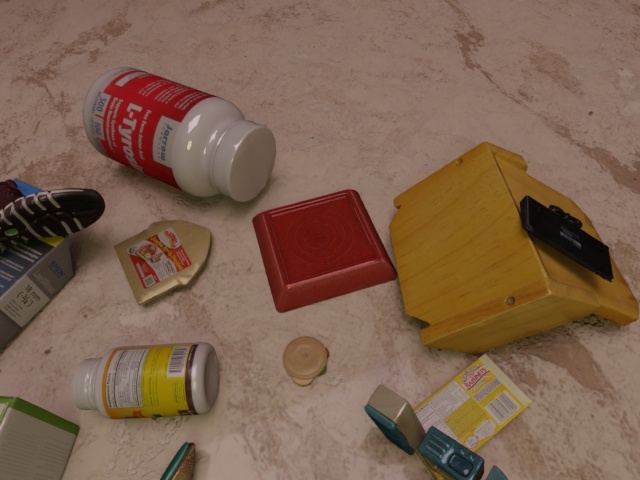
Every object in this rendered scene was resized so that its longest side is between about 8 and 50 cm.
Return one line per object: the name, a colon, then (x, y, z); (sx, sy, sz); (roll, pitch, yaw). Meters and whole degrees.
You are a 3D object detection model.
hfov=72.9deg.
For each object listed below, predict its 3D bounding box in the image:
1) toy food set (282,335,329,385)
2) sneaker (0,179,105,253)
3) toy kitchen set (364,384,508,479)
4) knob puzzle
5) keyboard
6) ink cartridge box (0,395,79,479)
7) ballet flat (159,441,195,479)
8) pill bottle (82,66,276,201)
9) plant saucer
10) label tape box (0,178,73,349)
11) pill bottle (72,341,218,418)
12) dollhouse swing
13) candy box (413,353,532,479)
toy food set: (-0.026, 0.213, 0.787); (0.082, 0.020, 0.083); (-33, 59, -19)
sneaker: (-0.579, -0.078, 0.857); (0.281, 0.106, 0.162); (-19, 51, -11)
toy kitchen set: (0.129, 0.330, 0.569); (0.207, 0.122, 0.166); (21, 61, 42)
knob puzzle: (-0.322, 0.031, 0.930); (0.213, 0.030, 0.213); (-2, 54, 3)
keyboard: (0.405, -0.010, 0.716); (0.180, 0.023, 0.108); (30, 50, -9)
ink cartridge box: (-0.469, 0.367, 0.600); (0.097, 0.189, 0.255); (2, 55, 4)
ballet flat: (-0.239, 0.409, 0.643); (0.067, 0.073, 0.206); (38, 64, -4)
pill bottle: (-0.318, -0.238, 1.001); (0.407, 0.229, 0.229); (23, 59, 19)
plant saucer: (0.000, 0.000, 0.923); (0.259, 0.048, 0.258); (-15, 55, -8)
label tape box: (-0.657, 0.048, 0.893); (0.240, 0.106, 0.334); (20, 55, 17)
pill bottle: (-0.289, 0.236, 0.728); (0.215, 0.117, 0.117); (-3, 54, 2)
dollhouse swing: (0.364, 0.043, 0.852); (0.315, 0.305, 0.347); (-33, 43, 31)
candy box: (0.236, 0.286, 0.713); (0.206, 0.027, 0.105); (-30, 54, -17)
